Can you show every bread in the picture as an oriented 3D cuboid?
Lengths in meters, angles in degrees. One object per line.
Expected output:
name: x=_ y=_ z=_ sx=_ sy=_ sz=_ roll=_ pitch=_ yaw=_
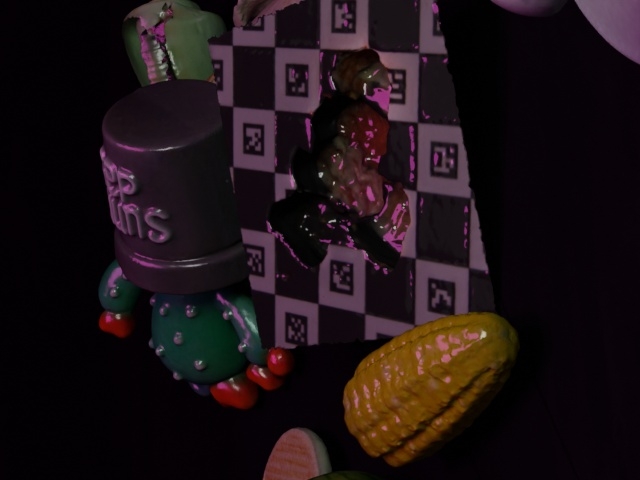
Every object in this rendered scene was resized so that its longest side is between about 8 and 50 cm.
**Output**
bread: x=-0.021 y=0.257 z=1.534 sx=0.193 sy=0.036 sz=0.112 roll=153 pitch=124 yaw=-64

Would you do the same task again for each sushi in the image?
sushi: x=0.040 y=-0.070 z=1.382 sx=0.320 sy=0.068 sz=0.339 roll=-13 pitch=87 yaw=46

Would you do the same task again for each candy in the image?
candy: x=0.105 y=0.118 z=1.238 sx=0.106 sy=0.094 sz=0.199 roll=53 pitch=138 yaw=5

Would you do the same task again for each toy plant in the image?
toy plant: x=-0.151 y=0.021 z=1.640 sx=0.185 sy=0.279 sz=0.400 roll=-66 pitch=-25 yaw=-50

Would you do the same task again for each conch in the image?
conch: x=-0.177 y=-0.206 z=1.820 sx=0.143 sy=0.137 sz=0.251 roll=-48 pitch=44 yaw=50

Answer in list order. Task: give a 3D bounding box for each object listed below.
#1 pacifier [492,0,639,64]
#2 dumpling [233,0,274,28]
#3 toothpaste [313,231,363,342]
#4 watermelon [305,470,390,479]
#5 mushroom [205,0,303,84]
pacifier: x=0.210 y=-0.200 z=0.901 sx=0.343 sy=0.269 sz=0.288 roll=-3 pitch=107 yaw=67
dumpling: x=-0.054 y=-0.304 z=1.627 sx=0.134 sy=0.099 sz=0.169 roll=131 pitch=147 yaw=-52
toothpaste: x=0.000 y=0.000 z=1.503 sx=0.248 sy=0.047 sz=0.078 roll=53 pitch=132 yaw=39
watermelon: x=0.003 y=0.320 z=1.307 sx=0.204 sy=0.127 sz=0.232 roll=-16 pitch=61 yaw=30
mushroom: x=-0.035 y=-0.190 z=1.545 sx=0.350 sy=0.128 sz=0.128 roll=147 pitch=124 yaw=-62
